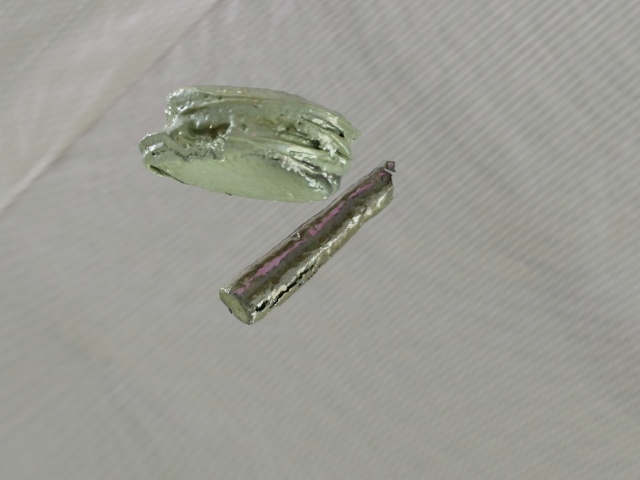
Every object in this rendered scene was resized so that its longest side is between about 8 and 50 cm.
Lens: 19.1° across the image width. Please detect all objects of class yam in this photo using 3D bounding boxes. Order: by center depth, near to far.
[{"bbox_3d":[0.000,0.000,1.068,0.033,0.129,0.027,17,-39,57],"label":"yam"}]

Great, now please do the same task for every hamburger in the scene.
[{"bbox_3d":[-0.044,-0.064,1.265,0.140,0.133,0.062,7,-98,17],"label":"hamburger"}]
